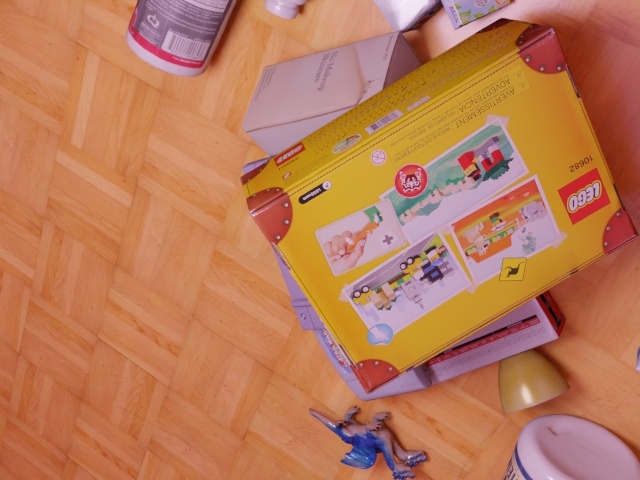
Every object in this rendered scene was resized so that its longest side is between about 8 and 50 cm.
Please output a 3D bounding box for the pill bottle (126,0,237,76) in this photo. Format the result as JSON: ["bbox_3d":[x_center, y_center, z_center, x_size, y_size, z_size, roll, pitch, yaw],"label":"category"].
[{"bbox_3d":[-0.243,-0.494,1.385,0.176,0.176,0.319,38,121,10],"label":"pill bottle"}]

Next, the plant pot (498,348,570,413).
[{"bbox_3d":[0.396,0.262,1.382,0.134,0.134,0.095,-29,78,33],"label":"plant pot"}]

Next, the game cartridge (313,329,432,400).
[{"bbox_3d":[0.081,0.187,1.462,0.198,0.062,0.297,-25,96,38],"label":"game cartridge"}]

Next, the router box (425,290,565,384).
[{"bbox_3d":[0.253,0.106,1.414,0.335,0.082,0.301,-28,94,33],"label":"router box"}]

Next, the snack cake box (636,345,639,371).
[{"bbox_3d":[0.668,0.140,1.206,0.152,0.089,0.264,28,119,15],"label":"snack cake box"}]

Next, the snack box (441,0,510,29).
[{"bbox_3d":[0.242,-0.439,1.201,0.100,0.037,0.141,-27,97,-12],"label":"snack box"}]

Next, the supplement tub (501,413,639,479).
[{"bbox_3d":[0.453,0.527,1.381,0.235,0.235,0.325,22,117,19],"label":"supplement tub"}]

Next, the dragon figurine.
[{"bbox_3d":[0.093,0.461,1.634,0.289,0.085,0.144,0,109,26],"label":"dragon figurine"}]

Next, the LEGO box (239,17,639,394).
[{"bbox_3d":[0.183,-0.054,1.137,0.500,0.193,0.373,-31,114,3],"label":"LEGO box"}]

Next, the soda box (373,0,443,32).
[{"bbox_3d":[0.099,-0.503,1.250,0.091,0.098,0.286,-35,91,33],"label":"soda box"}]

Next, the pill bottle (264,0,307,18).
[{"bbox_3d":[-0.049,-0.497,1.337,0.086,0.086,0.152,33,122,13],"label":"pill bottle"}]

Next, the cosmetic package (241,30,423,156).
[{"bbox_3d":[0.022,-0.257,1.313,0.309,0.160,0.113,-6,146,36],"label":"cosmetic package"}]

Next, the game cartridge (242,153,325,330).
[{"bbox_3d":[0.000,0.000,1.355,0.230,0.068,0.355,-8,106,44],"label":"game cartridge"}]
